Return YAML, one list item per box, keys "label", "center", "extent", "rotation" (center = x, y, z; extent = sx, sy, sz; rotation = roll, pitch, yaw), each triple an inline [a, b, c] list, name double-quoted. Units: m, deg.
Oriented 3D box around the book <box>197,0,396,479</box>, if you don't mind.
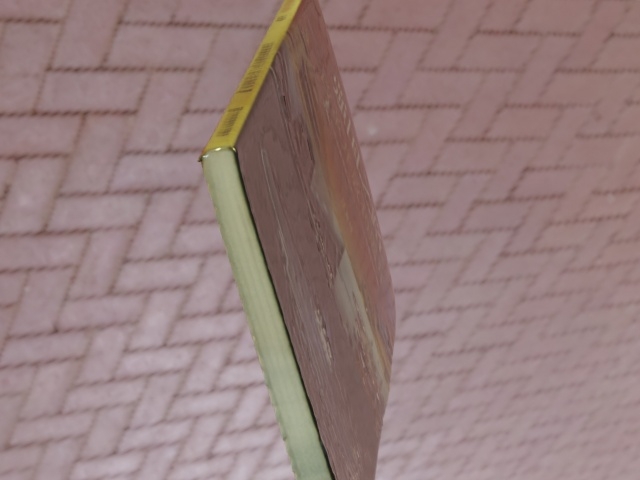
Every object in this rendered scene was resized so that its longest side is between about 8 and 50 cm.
- label: "book"
  center: [0.000, 0.000, 0.858]
  extent: [0.028, 0.374, 0.262]
  rotation: [-12, 111, 12]
